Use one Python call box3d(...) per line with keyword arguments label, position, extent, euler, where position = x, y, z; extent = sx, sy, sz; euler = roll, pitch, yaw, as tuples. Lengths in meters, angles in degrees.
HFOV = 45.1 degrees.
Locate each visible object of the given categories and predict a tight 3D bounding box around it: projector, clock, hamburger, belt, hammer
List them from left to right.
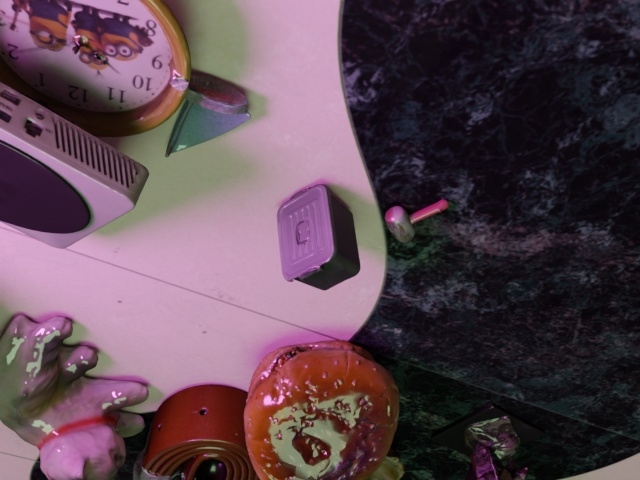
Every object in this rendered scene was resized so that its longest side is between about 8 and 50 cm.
box3d(label="projector", position=(-0.350, -0.095, 0.851), extent=(0.257, 0.079, 0.259), euler=(31, 153, -28))
box3d(label="clock", position=(-0.243, -0.205, 0.783), extent=(0.237, 0.057, 0.237), euler=(3, 141, 3))
box3d(label="belt", position=(-0.219, 0.395, 1.395), extent=(0.217, 0.122, 0.339), euler=(15, 136, -16))
box3d(label="hamburger", position=(-0.007, 0.284, 1.217), extent=(0.243, 0.146, 0.286), euler=(35, 106, -20))
box3d(label="hammer", position=(0.126, -0.032, 0.989), extent=(0.083, 0.031, 0.052), euler=(-25, 135, 12))

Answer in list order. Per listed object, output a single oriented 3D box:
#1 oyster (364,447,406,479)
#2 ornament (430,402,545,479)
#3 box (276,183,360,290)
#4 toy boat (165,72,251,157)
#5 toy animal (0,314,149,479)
box3d(label="oyster", position=(0.054, 0.432, 1.462), extent=(0.204, 0.111, 0.396), euler=(-14, 137, -9))
box3d(label="ornament", position=(0.313, 0.429, 1.365), extent=(0.166, 0.196, 0.153), euler=(29, 132, -28))
box3d(label="box", position=(0.000, 0.000, 0.963), extent=(0.084, 0.122, 0.069), euler=(-28, 142, 30))
box3d(label="toy boat", position=(-0.137, -0.135, 0.884), extent=(0.096, 0.034, 0.122), euler=(18, 144, -17))
box3d(label="toy animal", position=(-0.417, 0.275, 1.234), extent=(0.266, 0.188, 0.308), euler=(20, 139, -7))
